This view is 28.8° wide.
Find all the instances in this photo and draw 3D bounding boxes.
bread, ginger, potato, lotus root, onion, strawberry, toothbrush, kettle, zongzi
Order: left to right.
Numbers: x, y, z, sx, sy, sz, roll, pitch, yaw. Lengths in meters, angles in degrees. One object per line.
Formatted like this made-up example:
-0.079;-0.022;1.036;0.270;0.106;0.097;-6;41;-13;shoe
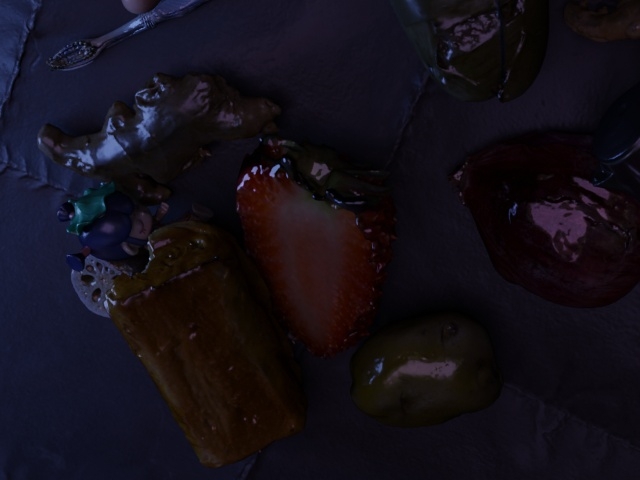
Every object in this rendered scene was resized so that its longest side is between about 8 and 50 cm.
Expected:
-0.282;0.054;1.718;0.122;0.081;0.112;32;117;1;lotus root
-0.210;-0.133;1.642;0.333;0.080;0.166;-23;109;19;ginger
-0.174;-0.308;1.610;0.413;0.042;0.035;-23;100;14;toothbrush
-0.144;0.133;1.630;0.195;0.149;0.344;-25;122;-4;bread
0.000;0.000;1.634;0.233;0.138;0.306;27;136;21;strawberry
0.136;0.172;1.634;0.200;0.137;0.154;-9;105;12;potato
0.246;-0.371;1.446;0.393;0.174;0.356;-25;104;10;zongzi
0.289;-0.029;1.557;0.284;0.120;0.227;19;104;6;onion
0.393;-0.345;1.457;0.149;0.065;0.258;34;105;33;ginger
0.442;-0.101;1.435;0.232;0.144;0.202;29;111;-22;kettle

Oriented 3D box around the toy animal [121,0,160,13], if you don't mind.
-0.200;-0.370;1.522;0.198;0.171;0.171;0;106;4;toy animal

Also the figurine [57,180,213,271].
-0.244;-0.009;1.643;0.195;0.111;0.102;17;123;-24;figurine
